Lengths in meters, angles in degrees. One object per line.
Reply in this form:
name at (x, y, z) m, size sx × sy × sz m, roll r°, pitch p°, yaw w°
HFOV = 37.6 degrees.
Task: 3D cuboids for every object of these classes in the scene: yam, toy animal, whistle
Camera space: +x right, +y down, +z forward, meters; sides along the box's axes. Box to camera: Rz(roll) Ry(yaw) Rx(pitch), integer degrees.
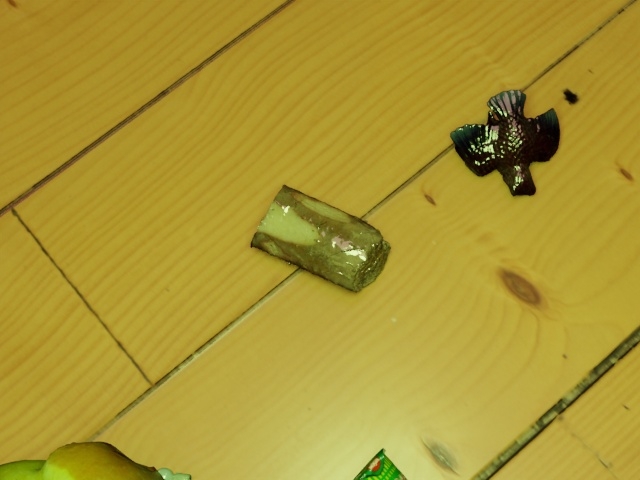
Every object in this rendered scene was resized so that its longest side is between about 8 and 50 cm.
yam at (0.001, 0.000, 1.716) m, size 0.238 × 0.129 × 0.128 m, roll 26°, pitch 37°, yaw 12°
toy animal at (0.361, -0.177, 1.766) m, size 0.218 × 0.116 × 0.179 m, roll -10°, pitch 67°, yaw -8°
whistle at (-0.243, 0.413, 1.609) m, size 0.100 × 0.035 × 0.035 m, roll 12°, pitch 69°, yaw 7°

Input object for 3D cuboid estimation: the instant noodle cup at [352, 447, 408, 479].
instant noodle cup at (0.119, 0.480, 1.483) m, size 0.232 × 0.207 × 0.207 m, roll 41°, pitch 76°, yaw 11°

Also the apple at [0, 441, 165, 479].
apple at (-0.369, 0.469, 1.421) m, size 0.384 × 0.374 × 0.374 m, roll 45°, pitch 76°, yaw 1°
